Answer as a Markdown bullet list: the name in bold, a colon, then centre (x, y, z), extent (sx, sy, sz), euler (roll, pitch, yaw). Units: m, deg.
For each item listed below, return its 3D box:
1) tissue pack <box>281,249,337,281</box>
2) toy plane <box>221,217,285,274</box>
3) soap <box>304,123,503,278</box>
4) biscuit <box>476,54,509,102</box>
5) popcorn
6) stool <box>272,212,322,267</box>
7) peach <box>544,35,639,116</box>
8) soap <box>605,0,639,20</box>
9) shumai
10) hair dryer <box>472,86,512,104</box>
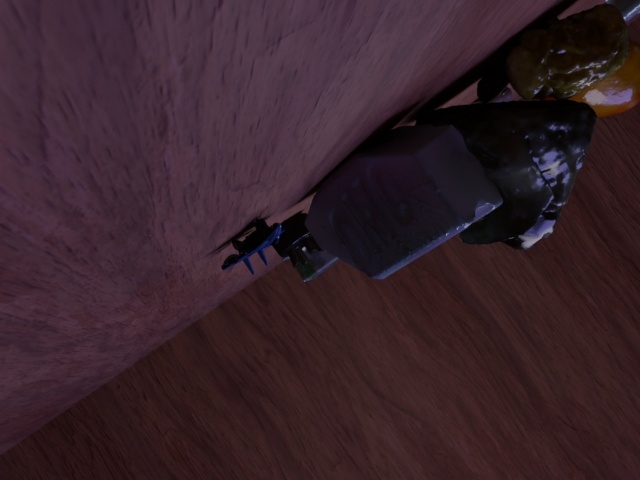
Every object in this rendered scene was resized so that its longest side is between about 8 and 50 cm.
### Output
- **tissue pack**: centre (0.000, 0.000, 2.447), extent (0.229, 0.159, 0.145), euler (-36, 177, 25)
- **toy plane**: centre (-0.128, -0.002, 1.750), extent (0.169, 0.078, 0.246), euler (-34, 171, -26)
- **soap**: centre (0.152, -0.079, 1.803), extent (0.156, 0.261, 0.446), euler (-34, 178, -34)
- **biscuit**: centre (0.422, -0.384, 1.939), extent (0.118, 0.061, 0.183), euler (-30, 173, -43)
- **popcorn**: centre (0.528, -0.394, 1.732), extent (0.225, 0.173, 0.286), euler (-21, -176, 42)
- **stool**: centre (-0.063, 0.003, 2.215), extent (0.125, 0.121, 0.217), euler (-36, 173, -10)
- **peach**: centre (0.780, -0.478, 2.410), extent (0.308, 0.289, 0.289), euler (-43, 175, 24)
- **soap**: centre (0.721, -0.578, 1.801), extent (0.173, 0.095, 0.289), euler (-35, 178, -26)
- **shumai**: centre (0.424, -0.145, 1.881), extent (0.396, 0.347, 0.395), euler (-8, -169, 2)
- **hair dryer**: centre (0.475, -0.388, 2.611), extent (0.220, 0.053, 0.195), euler (-36, 178, 44)
